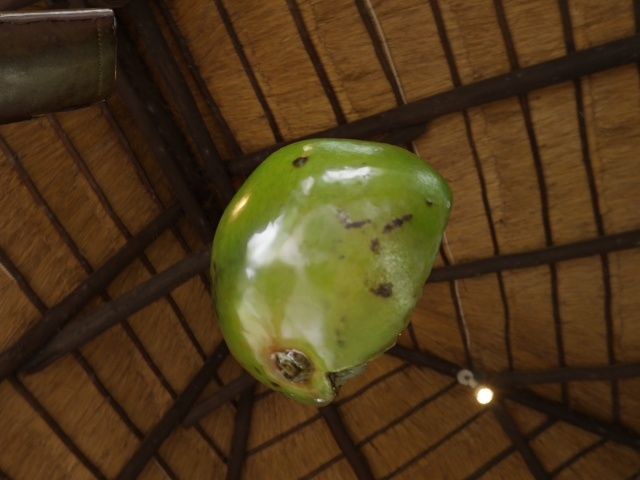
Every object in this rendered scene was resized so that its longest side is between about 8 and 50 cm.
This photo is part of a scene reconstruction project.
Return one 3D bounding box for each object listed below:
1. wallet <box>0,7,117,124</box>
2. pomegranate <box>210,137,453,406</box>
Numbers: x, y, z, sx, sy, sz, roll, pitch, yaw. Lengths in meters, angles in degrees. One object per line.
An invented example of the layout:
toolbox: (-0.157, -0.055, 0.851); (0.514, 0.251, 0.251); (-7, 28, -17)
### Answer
wallet: (-0.318, -0.149, 0.488); (0.255, 0.031, 0.137); (-17, -20, -29)
pomegranate: (0.000, 0.000, 0.616); (0.216, 0.359, 0.310); (21, -46, -2)
